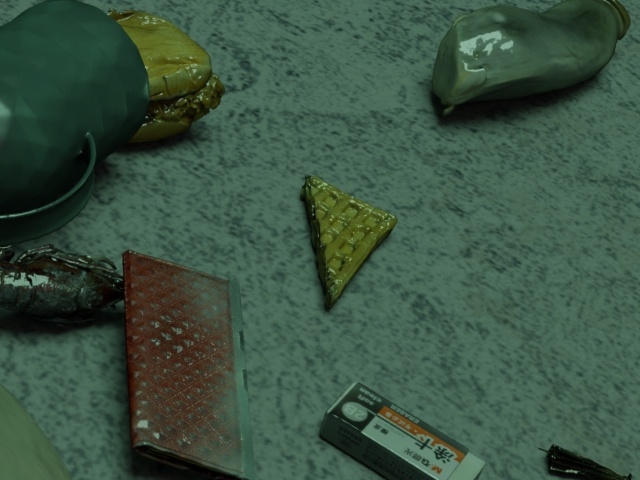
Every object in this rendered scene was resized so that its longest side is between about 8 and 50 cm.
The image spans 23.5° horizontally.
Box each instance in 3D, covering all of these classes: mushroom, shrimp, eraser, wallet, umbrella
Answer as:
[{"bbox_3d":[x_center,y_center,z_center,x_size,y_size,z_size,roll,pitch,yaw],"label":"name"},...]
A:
[{"bbox_3d":[0.237,-0.210,1.686,0.109,0.097,0.351,42,38,24],"label":"mushroom"},{"bbox_3d":[-0.200,0.035,1.199,0.165,0.056,0.065,7,17,-37],"label":"shrimp"},{"bbox_3d":[0.062,0.159,1.181,0.122,0.029,0.052,31,38,16],"label":"eraser"},{"bbox_3d":[-0.101,0.093,1.164,0.103,0.020,0.196,21,40,-28],"label":"wallet"},{"bbox_3d":[0.212,0.181,1.232,0.083,0.020,0.031,16,-3,-5],"label":"umbrella"}]

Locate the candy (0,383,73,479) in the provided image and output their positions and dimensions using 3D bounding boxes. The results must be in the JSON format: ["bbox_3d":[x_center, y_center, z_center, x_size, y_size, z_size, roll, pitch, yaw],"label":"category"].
[{"bbox_3d":[-0.322,0.171,0.873,0.386,0.186,0.427,-4,38,-23],"label":"candy"}]

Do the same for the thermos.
[{"bbox_3d":[-0.254,-0.077,1.243,0.182,0.145,0.286,21,37,16],"label":"thermos"}]

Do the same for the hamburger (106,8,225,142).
[{"bbox_3d":[-0.173,-0.155,1.433,0.138,0.083,0.147,-19,49,-36],"label":"hamburger"}]

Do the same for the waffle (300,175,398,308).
[{"bbox_3d":[0.000,0.000,1.362,0.097,0.023,0.152,26,37,10],"label":"waffle"}]
